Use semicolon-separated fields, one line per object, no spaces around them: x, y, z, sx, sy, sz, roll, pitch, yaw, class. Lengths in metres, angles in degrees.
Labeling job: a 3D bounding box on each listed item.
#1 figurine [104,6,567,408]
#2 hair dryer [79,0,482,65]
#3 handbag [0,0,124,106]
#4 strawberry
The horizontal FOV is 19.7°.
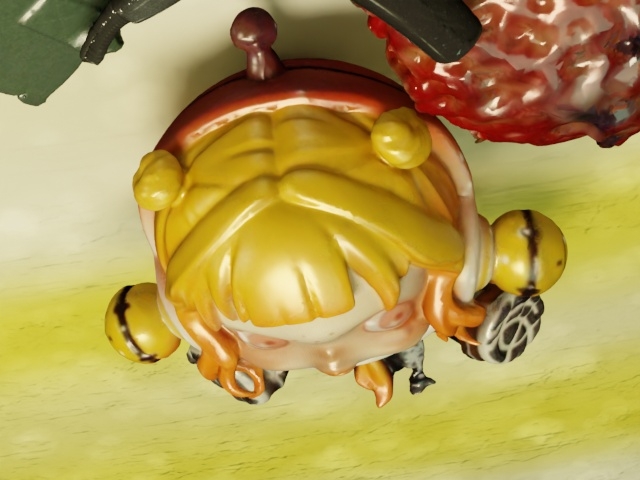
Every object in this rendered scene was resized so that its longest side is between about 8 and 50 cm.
0.000;-0.003;1.239;0.320;0.196;0.323;-11;154;8;figurine
-0.045;-0.137;1.015;0.219;0.075;0.195;-22;133;33;hair dryer
-0.160;-0.199;0.991;0.247;0.079;0.260;-34;145;26;handbag
0.164;-0.151;1.101;0.280;0.150;0.253;-20;144;18;strawberry
